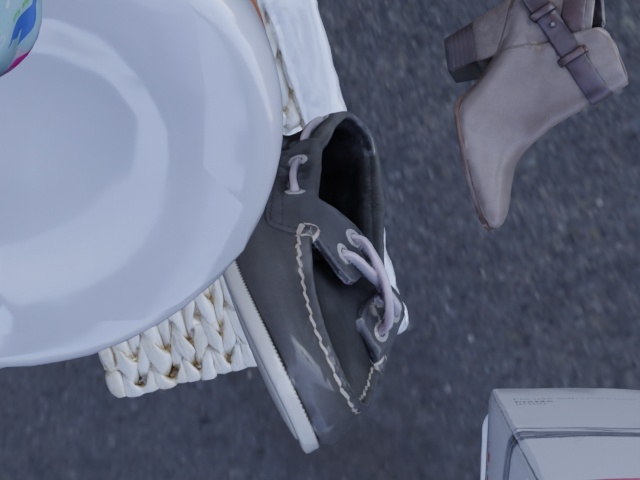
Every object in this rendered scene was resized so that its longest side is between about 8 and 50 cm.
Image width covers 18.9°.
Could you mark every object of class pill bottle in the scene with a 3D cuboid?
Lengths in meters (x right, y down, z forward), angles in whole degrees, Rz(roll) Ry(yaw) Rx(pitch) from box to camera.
[{"bbox_3d":[-0.158,-0.145,0.885,0.224,0.392,0.224,-7,128,-9],"label":"pill bottle"}]

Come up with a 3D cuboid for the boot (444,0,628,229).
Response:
[{"bbox_3d":[0.111,-0.071,0.963,0.087,0.042,0.118,-14,77,15],"label":"boot"}]

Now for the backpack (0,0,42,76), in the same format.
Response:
[{"bbox_3d":[-0.198,-0.091,0.511,0.225,0.191,0.253,11,148,18],"label":"backpack"}]

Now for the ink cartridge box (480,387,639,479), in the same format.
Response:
[{"bbox_3d":[0.130,0.182,0.786,0.117,0.283,0.207,2,95,1],"label":"ink cartridge box"}]

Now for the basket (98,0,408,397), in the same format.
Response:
[{"bbox_3d":[-0.112,-0.074,1.687,0.266,0.331,0.328,-19,111,-6],"label":"basket"}]

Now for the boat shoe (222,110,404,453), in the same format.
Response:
[{"bbox_3d":[0.000,0.000,1.036,0.095,0.335,0.112,-24,111,3],"label":"boat shoe"}]
